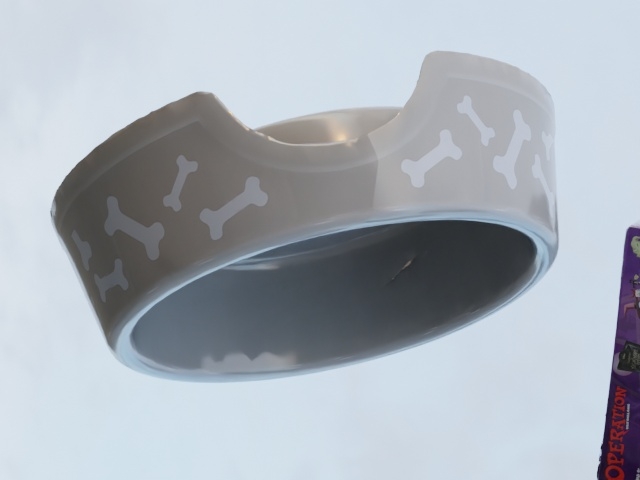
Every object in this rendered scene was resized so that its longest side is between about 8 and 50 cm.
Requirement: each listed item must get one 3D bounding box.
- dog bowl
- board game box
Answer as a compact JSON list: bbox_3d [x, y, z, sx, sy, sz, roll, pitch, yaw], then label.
[{"bbox_3d":[0.000,0.000,1.111,0.349,0.348,0.102,-47,-129,56],"label":"dog bowl"},{"bbox_3d":[0.298,0.072,1.410,0.056,0.347,0.208,13,-80,18],"label":"board game box"}]
